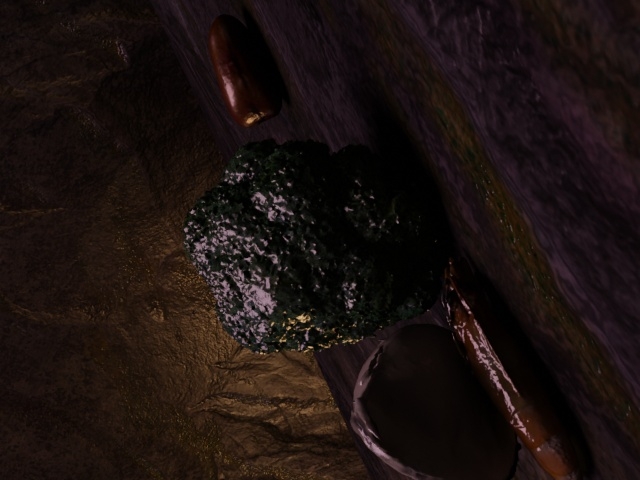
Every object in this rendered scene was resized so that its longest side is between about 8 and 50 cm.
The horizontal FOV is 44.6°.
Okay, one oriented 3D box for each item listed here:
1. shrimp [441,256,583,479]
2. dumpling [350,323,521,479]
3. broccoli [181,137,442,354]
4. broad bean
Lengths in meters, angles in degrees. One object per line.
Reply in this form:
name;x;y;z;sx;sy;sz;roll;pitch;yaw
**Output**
shrimp;0.174;0.122;0.728;0.236;0.053;0.133;59;-168;7
dumpling;0.115;0.170;0.753;0.172;0.142;0.247;32;-155;15
broccoli;0.000;0.000;0.818;0.270;0.269;0.270;-63;-44;-55
broad bean;-0.116;-0.255;1.159;0.114;0.084;0.165;89;160;-81
